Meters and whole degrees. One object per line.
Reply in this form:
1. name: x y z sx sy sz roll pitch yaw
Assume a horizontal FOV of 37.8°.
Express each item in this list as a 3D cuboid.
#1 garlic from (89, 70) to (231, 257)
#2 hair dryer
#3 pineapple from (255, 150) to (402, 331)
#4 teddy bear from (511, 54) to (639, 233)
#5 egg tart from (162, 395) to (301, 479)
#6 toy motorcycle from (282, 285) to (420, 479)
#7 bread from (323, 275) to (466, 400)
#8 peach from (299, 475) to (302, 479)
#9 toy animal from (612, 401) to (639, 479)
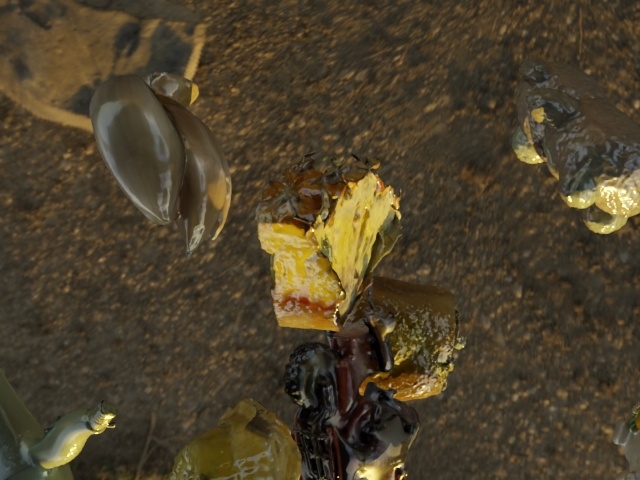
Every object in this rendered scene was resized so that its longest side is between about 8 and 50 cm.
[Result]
1. garlic: -0.243 -0.146 1.471 0.132 0.279 0.325 -37 53 20
2. hair dryer: -0.394 0.227 1.242 0.296 0.119 0.298 42 123 23
3. pineapple: 0.000 0.000 0.981 0.115 0.236 0.186 5 98 25
4. teddy bear: 0.356 -0.141 1.293 0.151 0.267 0.236 -42 137 10
5. egg tart: -0.120 0.323 1.105 0.115 0.290 0.290 14 117 -24
6. toy motorcycle: 0.044 0.192 1.233 0.134 0.207 0.401 5 112 50
7. bread: 0.136 0.174 1.625 0.246 0.176 0.195 8 110 -8
8. peach: -0.055 0.406 1.395 0.197 0.197 0.197 5 112 13
9. toy animal: 0.626 0.301 1.592 0.154 0.208 0.325 27 90 -14
